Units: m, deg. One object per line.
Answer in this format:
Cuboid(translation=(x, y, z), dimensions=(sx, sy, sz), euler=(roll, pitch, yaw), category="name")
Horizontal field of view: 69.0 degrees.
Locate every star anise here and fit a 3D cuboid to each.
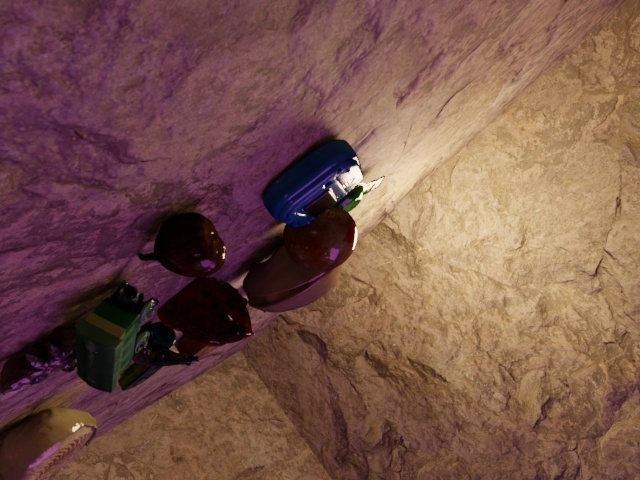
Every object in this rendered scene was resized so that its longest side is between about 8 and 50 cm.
Cuboid(translation=(-0.700, 0.307, 1.190), dimensions=(0.229, 0.093, 0.236), euler=(-45, 170, 29), category="star anise")

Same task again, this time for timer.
Cuboid(translation=(-0.012, -0.164, 1.437), dimensions=(0.309, 0.115, 0.340), euler=(-36, 170, 5), category="timer")

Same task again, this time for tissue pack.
Cuboid(translation=(-0.779, 0.572, 2.117), dimensions=(0.236, 0.073, 0.173), euler=(-39, 171, 6), category="tissue pack")

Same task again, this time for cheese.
Cuboid(translation=(0.136, -0.186, 1.911), dimensions=(0.321, 0.083, 0.204), euler=(-30, 165, -28), category="cheese")

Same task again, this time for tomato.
Cuboid(translation=(0.000, 0.000, 1.695), dimensions=(0.270, 0.270, 0.222), euler=(-27, 127, -45), category="tomato")

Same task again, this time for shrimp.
Cuboid(translation=(-0.557, 0.371, 1.644), dimensions=(0.051, 0.262, 0.198), euler=(-92, -168, -57), category="shrimp")

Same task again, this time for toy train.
Cuboid(translation=(-0.528, 0.246, 1.202), dimensions=(0.300, 0.120, 0.202), euler=(-61, 180, 44), category="toy train")

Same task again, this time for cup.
Cuboid(translation=(-0.629, 0.389, 1.730), dimensions=(0.138, 0.113, 0.150), euler=(-45, 170, 24), category="cup")

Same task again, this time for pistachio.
Cuboid(translation=(-0.111, 0.130, 1.923), dimensions=(0.446, 0.281, 0.365), euler=(-25, -160, 4), category="pistachio")

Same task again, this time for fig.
Cuboid(translation=(-0.322, 0.010, 1.083), dimensions=(0.202, 0.148, 0.149), euler=(-1, 117, -17), category="fig")

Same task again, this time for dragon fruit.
Cuboid(translation=(-0.398, 0.294, 1.743), dimensions=(0.228, 0.286, 0.329), euler=(-42, 178, 1), category="dragon fruit")

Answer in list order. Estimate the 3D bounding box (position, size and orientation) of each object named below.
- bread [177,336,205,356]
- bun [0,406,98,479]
Cuboid(translation=(-0.579, 0.496, 2.353), dimensions=(0.295, 0.114, 0.327), euler=(-32, 169, -31), category="bread")
Cuboid(translation=(-1.013, 0.736, 1.687), dimensions=(0.364, 0.202, 0.364), euler=(-43, 169, -10), category="bun")
